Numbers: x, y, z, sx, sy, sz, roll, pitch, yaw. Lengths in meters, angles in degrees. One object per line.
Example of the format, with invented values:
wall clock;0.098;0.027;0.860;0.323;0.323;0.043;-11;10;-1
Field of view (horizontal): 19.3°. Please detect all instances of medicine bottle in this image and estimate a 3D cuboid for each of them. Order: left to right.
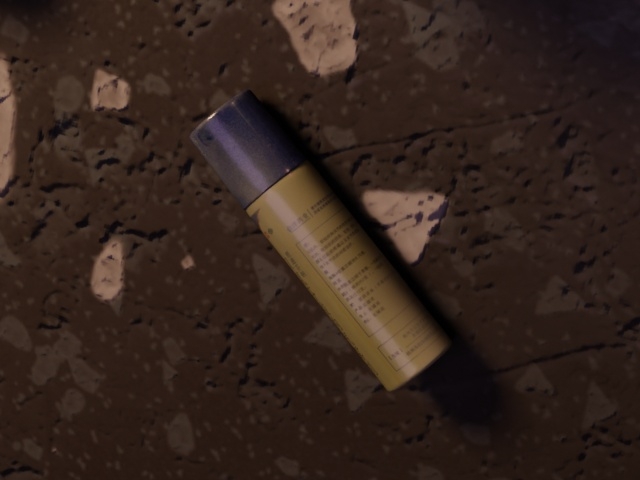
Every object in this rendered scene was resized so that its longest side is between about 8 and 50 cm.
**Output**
medicine bottle;0.000;0.000;1.323;0.059;0.059;0.231;-39;89;32
